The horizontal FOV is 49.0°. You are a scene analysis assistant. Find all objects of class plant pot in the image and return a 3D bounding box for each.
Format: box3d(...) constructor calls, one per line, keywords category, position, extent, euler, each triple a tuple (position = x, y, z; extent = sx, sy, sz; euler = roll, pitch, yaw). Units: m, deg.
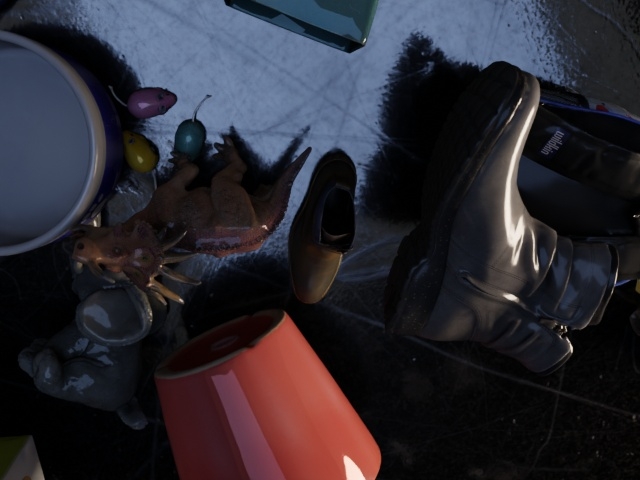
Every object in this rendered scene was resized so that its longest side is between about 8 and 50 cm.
box3d(category="plant pot", position=(0.007, -0.354, 0.787), extent=(0.166, 0.165, 0.234), euler=(20, 100, -8))
box3d(category="plant pot", position=(-0.088, 0.242, 0.959), extent=(0.275, 0.275, 0.243), euler=(-22, 98, 7))

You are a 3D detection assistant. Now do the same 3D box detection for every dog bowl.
box3d(category="dog bowl", position=(-0.385, -0.118, 0.863), extent=(0.265, 0.104, 0.264), euler=(0, 98, 3))

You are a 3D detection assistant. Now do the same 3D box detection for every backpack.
box3d(category="backpack", position=(0.287, -0.062, 0.867), extent=(0.264, 0.213, 0.276), euler=(13, 116, 7))

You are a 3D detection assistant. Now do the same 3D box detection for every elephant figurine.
box3d(category="elephant figurine", position=(-0.285, 0.095, 0.953), extent=(0.186, 0.169, 0.239), euler=(30, 91, -41))

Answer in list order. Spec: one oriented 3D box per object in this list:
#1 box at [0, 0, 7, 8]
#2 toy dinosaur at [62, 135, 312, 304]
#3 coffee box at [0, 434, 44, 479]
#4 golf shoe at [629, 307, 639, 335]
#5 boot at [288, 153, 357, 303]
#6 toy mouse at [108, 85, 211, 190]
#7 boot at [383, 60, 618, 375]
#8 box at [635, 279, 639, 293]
box3d(category="box", position=(-0.501, -0.283, 0.866), extent=(0.225, 0.036, 0.136), euler=(-41, 105, 14))
box3d(category="toy dinosaur", position=(-0.140, -0.018, 0.867), extent=(0.296, 0.200, 0.127), euler=(-13, 127, 2))
box3d(category="coffee box", position=(-0.594, 0.518, 0.990), extent=(0.338, 0.337, 0.334), euler=(-5, 109, 2))
box3d(category="golf shoe", position=(0.568, 0.141, 1.017), extent=(0.273, 0.105, 0.120), euler=(28, 91, -17))
box3d(category="boot", position=(0.000, 0.000, 0.938), extent=(0.082, 0.106, 0.219), euler=(10, 109, -4))
box3d(category="toy mouse", position=(-0.204, -0.149, 0.920), extent=(0.143, 0.031, 0.161), euler=(-29, 108, 9))
box3d(category="boot", position=(0.214, -0.012, 0.741), extent=(0.223, 0.118, 0.338), euler=(13, 128, -5))
box3d(category="box", position=(0.575, 0.043, 0.990), extent=(0.233, 0.058, 0.087), euler=(1, 109, -2))
